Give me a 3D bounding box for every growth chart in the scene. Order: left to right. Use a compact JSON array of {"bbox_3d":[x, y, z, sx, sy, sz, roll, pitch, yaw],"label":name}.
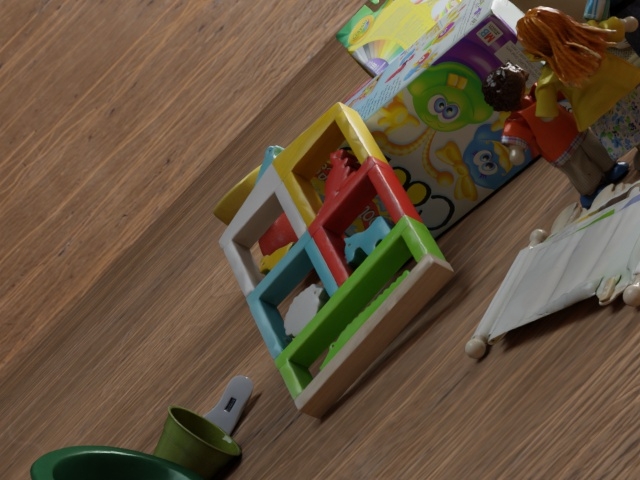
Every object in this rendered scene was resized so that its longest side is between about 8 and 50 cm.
[{"bbox_3d":[0.199,0.011,1.306,0.172,0.021,0.237,-52,12,-31],"label":"growth chart"}]

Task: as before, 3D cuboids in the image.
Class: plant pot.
[{"bbox_3d":[-0.132,0.216,1.685,0.079,0.083,0.083,-58,10,7],"label":"plant pot"}]

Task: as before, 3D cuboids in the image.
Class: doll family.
[{"bbox_3d":[0.241,-0.166,1.408,0.263,0.163,0.118,-51,12,-24],"label":"doll family"}]

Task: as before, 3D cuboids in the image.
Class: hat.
[{"bbox_3d":[-0.203,0.305,1.574,0.208,0.173,0.183,-1,-69,-51],"label":"hat"}]

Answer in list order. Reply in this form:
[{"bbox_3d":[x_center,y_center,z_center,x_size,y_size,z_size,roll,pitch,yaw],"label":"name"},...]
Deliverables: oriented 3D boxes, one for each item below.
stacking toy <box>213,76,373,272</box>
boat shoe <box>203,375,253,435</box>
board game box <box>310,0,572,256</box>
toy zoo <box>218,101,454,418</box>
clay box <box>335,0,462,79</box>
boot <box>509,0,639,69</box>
[{"bbox_3d":[0.038,-0.075,2.083,0.309,0.130,0.279,-39,-5,0],"label":"stacking toy"},{"bbox_3d":[-0.101,0.184,1.785,0.100,0.035,0.035,-58,-11,-35],"label":"boat shoe"},{"bbox_3d":[0.127,-0.119,1.725,0.275,0.142,0.144,-40,14,29],"label":"board game box"},{"bbox_3d":[0.000,0.000,1.627,0.192,0.030,0.293,-48,41,20],"label":"toy zoo"},{"bbox_3d":[0.127,-0.201,1.904,0.127,0.053,0.222,-45,53,2],"label":"clay box"},{"bbox_3d":[0.279,-0.280,1.568,0.262,0.203,0.095,-46,11,7],"label":"boot"}]
